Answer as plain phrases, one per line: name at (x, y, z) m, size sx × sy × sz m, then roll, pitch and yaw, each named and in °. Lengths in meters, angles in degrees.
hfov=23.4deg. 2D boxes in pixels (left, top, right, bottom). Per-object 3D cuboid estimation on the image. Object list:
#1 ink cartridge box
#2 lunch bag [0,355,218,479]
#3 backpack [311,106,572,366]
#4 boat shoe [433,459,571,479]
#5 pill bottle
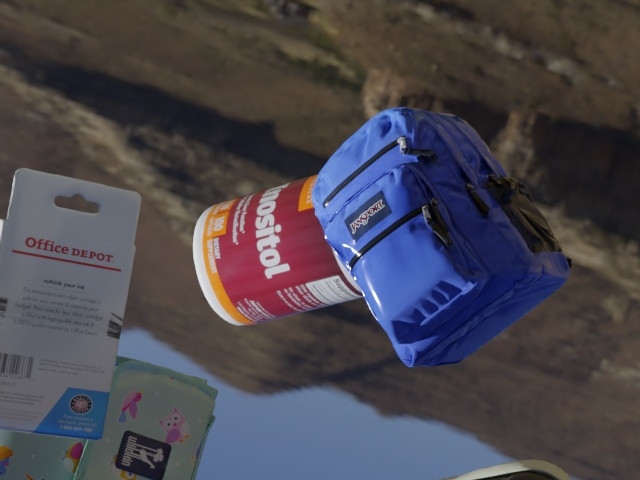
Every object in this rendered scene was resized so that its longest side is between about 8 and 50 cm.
ink cartridge box at (-0.197, 0.045, 1.099) m, size 0.104 × 0.180 × 0.060 m, roll 12°, pitch 176°, yaw -33°
lunch bag at (-0.266, 0.247, 1.819) m, size 0.262 × 0.223 × 0.160 m, roll 11°, pitch 160°, yaw 14°
backpack at (0.054, -0.010, 0.790) m, size 0.101 × 0.098 × 0.120 m, roll 10°, pitch -133°, yaw -59°
boat shoe at (0.085, 0.238, 1.203) m, size 0.084 × 0.233 × 0.079 m, roll 57°, pitch -153°, yaw -25°
pill bottle at (0.000, 0.000, 1.009) m, size 0.152 × 0.086 × 0.086 m, roll -16°, pitch 162°, yaw 26°
